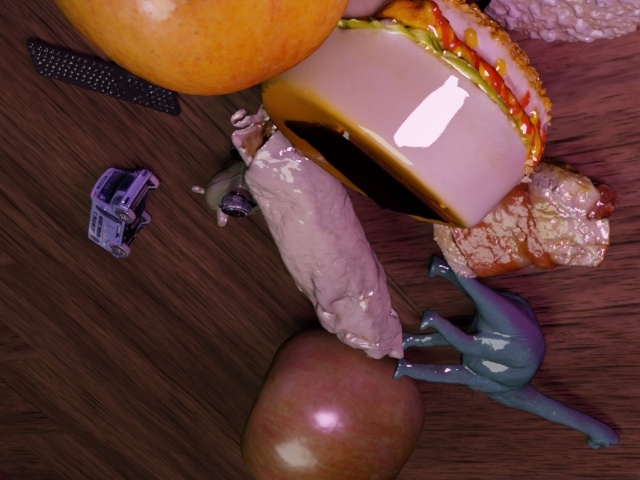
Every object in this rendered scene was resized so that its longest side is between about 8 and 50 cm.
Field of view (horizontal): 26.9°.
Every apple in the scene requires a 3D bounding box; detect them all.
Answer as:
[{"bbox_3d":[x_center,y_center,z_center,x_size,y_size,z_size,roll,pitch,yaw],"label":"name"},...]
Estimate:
[{"bbox_3d":[0.018,0.254,1.878,0.234,0.256,0.257,27,150,-3],"label":"apple"},{"bbox_3d":[-0.107,-0.273,1.107,0.299,0.299,0.275,9,127,31],"label":"apple"}]

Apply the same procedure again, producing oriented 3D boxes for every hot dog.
[{"bbox_3d":[0.213,-0.031,1.434,0.213,0.103,0.146,-2,118,27],"label":"hot dog"}]

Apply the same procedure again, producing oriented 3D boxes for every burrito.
[{"bbox_3d":[0.000,0.000,1.532,0.117,0.076,0.392,4,138,30],"label":"burrito"}]

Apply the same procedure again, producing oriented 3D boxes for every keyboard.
[{"bbox_3d":[-0.268,-0.200,1.651,0.204,0.013,0.061,19,150,16],"label":"keyboard"}]

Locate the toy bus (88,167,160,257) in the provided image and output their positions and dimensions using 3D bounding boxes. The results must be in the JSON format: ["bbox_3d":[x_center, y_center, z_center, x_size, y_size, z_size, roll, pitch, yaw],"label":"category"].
[{"bbox_3d":[-0.276,-0.044,1.839,0.076,0.073,0.167,29,151,2],"label":"toy bus"}]

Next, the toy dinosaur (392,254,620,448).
[{"bbox_3d":[0.272,0.140,1.670,0.331,0.129,0.383,16,149,-1],"label":"toy dinosaur"}]

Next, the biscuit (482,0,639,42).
[{"bbox_3d":[0.241,-0.234,1.154,0.133,0.032,0.250,30,151,-4],"label":"biscuit"}]

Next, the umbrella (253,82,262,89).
[{"bbox_3d":[-0.108,-0.213,1.348,0.090,0.094,0.326,-29,141,32],"label":"umbrella"}]

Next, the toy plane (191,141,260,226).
[{"bbox_3d":[-0.050,-0.072,1.604,0.108,0.092,0.286,19,158,-30],"label":"toy plane"}]

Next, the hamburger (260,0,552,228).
[{"bbox_3d":[0.085,-0.138,1.276,0.276,0.179,0.294,39,169,-25],"label":"hamburger"}]
